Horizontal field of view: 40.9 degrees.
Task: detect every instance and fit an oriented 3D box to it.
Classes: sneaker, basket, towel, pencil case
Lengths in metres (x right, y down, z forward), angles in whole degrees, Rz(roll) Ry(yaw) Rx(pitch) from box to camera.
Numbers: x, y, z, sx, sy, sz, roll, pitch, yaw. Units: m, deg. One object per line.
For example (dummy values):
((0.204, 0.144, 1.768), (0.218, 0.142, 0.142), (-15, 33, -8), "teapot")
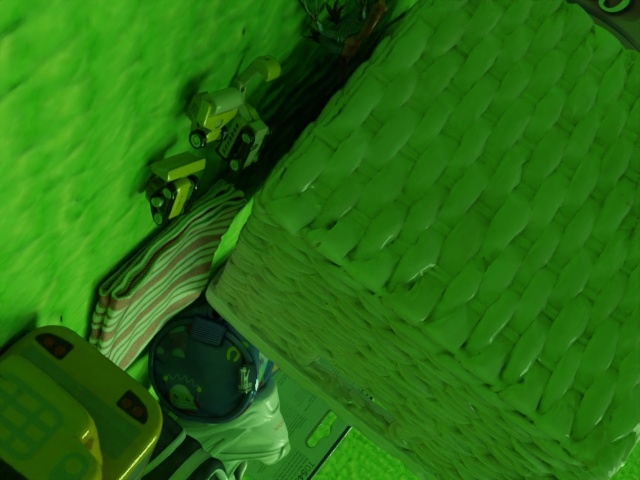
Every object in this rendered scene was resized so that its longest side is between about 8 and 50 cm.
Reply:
((-0.190, 0.261, 0.882), (0.099, 0.153, 0.282), (-46, 171, -41), "sneaker")
((-0.138, 0.234, 0.972), (0.232, 0.115, 0.090), (-16, -168, 27), "sneaker")
((0.135, -0.002, 0.720), (0.331, 0.328, 0.266), (-50, 177, -24), "basket")
((-0.130, 0.047, 0.691), (0.144, 0.029, 0.197), (-47, 172, -36), "towel")
((-0.064, 0.079, 0.939), (0.306, 0.119, 0.133), (-41, 152, -60), "pencil case")

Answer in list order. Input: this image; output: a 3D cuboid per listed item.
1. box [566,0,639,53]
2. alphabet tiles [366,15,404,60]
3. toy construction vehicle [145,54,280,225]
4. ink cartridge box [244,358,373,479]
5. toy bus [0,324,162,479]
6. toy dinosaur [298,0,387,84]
((0.298, -0.317, 0.893), (0.243, 0.213, 0.117), (-53, 174, 10), "box")
((0.043, -0.137, 0.945), (0.278, 0.021, 0.284), (-43, 169, -47), "alphabet tiles")
((-0.068, -0.065, 0.528), (0.086, 0.035, 0.098), (-31, 158, -44), "toy construction vehicle")
((-0.060, 0.198, 1.146), (0.223, 0.224, 0.045), (-51, 173, -2), "ink cartridge box")
((-0.188, 0.163, 0.556), (0.130, 0.108, 0.333), (-48, 172, -37), "toy bus")
((0.024, -0.139, 0.567), (0.047, 0.090, 0.082), (-42, -143, -4), "toy dinosaur")
